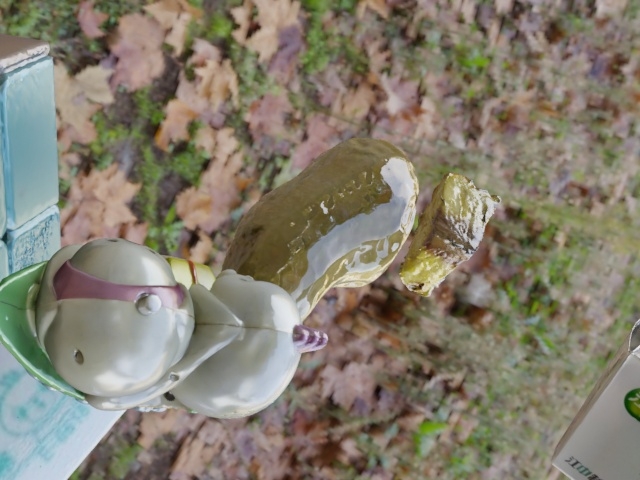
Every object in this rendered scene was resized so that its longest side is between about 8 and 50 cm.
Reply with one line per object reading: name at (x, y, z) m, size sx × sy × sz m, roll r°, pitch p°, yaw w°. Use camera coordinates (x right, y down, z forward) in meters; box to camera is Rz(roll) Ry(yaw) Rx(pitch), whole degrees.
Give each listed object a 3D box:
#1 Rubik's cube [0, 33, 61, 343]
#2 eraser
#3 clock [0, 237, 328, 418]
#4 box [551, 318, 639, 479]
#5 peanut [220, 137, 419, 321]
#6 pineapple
Rubik's cube at (-0.340, -0.030, 0.771) m, size 0.224 × 0.222 × 0.231 m, roll -49°, pitch 147°, yaw -61°
eraser at (-0.351, 0.210, 1.113) m, size 0.189 × 0.104 × 0.290 m, roll 47°, pitch 65°, yaw -18°
clock at (-0.100, 0.058, 0.665) m, size 0.231 × 0.144 × 0.103 m, roll 13°, pitch 69°, yaw -40°
box at (0.429, 0.247, 1.124) m, size 0.145 × 0.333 × 0.173 m, roll -20°, pitch 143°, yaw -54°
peanut at (0.000, 0.000, 0.911) m, size 0.236 × 0.110 × 0.120 m, roll -46°, pitch 147°, yaw -33°
pineapple at (0.136, 0.000, 1.131) m, size 0.137 × 0.069 × 0.116 m, roll -64°, pitch -176°, yaw 7°
